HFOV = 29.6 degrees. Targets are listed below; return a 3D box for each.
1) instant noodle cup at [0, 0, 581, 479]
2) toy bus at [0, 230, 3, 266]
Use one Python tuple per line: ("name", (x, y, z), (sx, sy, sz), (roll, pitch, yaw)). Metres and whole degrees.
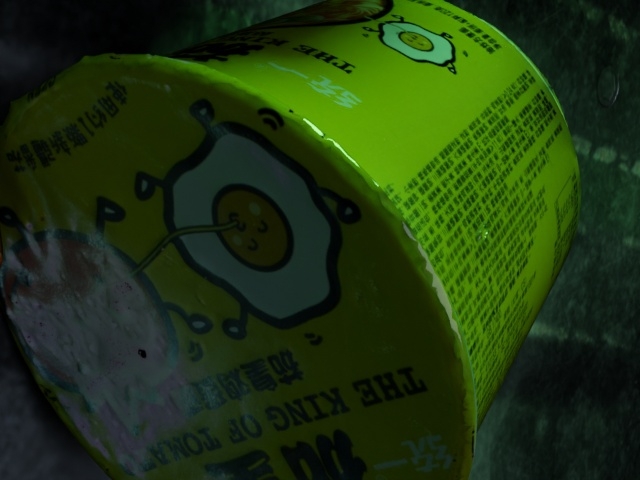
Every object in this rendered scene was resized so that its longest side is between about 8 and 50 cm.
("instant noodle cup", (0.000, 0.000, 0.739), (0.254, 0.325, 0.326), (-40, 126, -46))
("toy bus", (-0.275, 0.028, 0.538), (0.329, 0.153, 0.143), (-24, 114, -43))
